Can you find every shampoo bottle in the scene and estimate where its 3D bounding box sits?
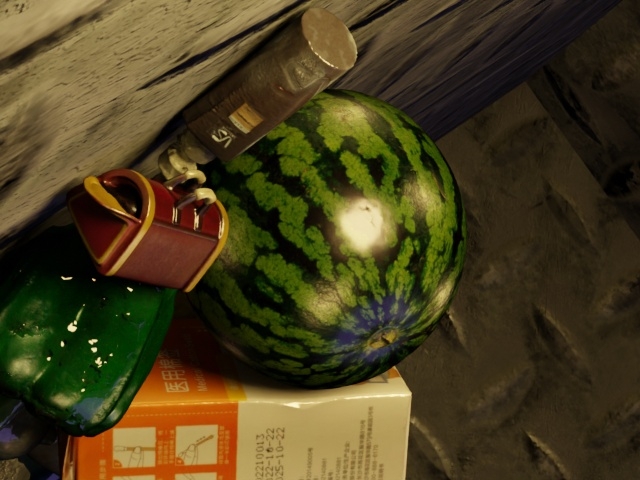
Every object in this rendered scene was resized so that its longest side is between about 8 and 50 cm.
[{"bbox_3d":[-0.058,-0.110,1.245,0.207,0.057,0.063,-34,-171,37],"label":"shampoo bottle"}]

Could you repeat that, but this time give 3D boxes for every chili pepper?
[{"bbox_3d":[-0.239,0.105,1.381,0.261,0.165,0.174,-58,-172,2],"label":"chili pepper"}]

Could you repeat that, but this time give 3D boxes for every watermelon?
[{"bbox_3d":[0.000,0.000,1.487,0.285,0.285,0.285,-35,178,-2],"label":"watermelon"}]

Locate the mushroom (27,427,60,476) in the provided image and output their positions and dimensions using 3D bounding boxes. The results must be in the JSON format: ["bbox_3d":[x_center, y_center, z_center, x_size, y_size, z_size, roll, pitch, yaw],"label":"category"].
[{"bbox_3d":[-0.260,0.166,1.938,0.212,0.217,0.292,-39,176,12],"label":"mushroom"}]

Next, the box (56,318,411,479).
[{"bbox_3d":[-0.099,0.182,1.597,0.341,0.143,0.225,-2,-161,-11],"label":"box"}]

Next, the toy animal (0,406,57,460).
[{"bbox_3d":[-0.353,0.141,1.466,0.127,0.125,0.251,-6,168,18],"label":"toy animal"}]

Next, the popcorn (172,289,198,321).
[{"bbox_3d":[-0.134,0.046,1.771,0.204,0.184,0.221,-30,171,-6],"label":"popcorn"}]

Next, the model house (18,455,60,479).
[{"bbox_3d":[-0.342,0.306,2.300,0.251,0.329,0.295,-38,176,-8],"label":"model house"}]

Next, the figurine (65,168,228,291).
[{"bbox_3d":[-0.134,-0.021,1.259,0.098,0.082,0.154,-35,156,19],"label":"figurine"}]
